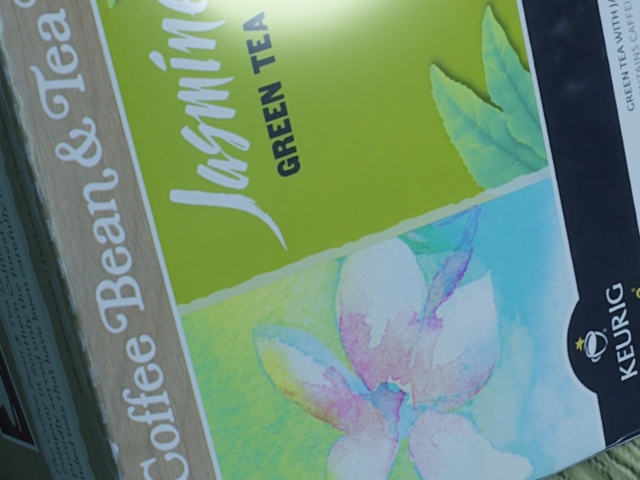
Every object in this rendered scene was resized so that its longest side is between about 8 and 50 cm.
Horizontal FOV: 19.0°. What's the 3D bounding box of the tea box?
[{"bbox_3d":[-0.004,-0.064,0.810,0.323,0.220,0.329,-21,108,-22],"label":"tea box"}]
